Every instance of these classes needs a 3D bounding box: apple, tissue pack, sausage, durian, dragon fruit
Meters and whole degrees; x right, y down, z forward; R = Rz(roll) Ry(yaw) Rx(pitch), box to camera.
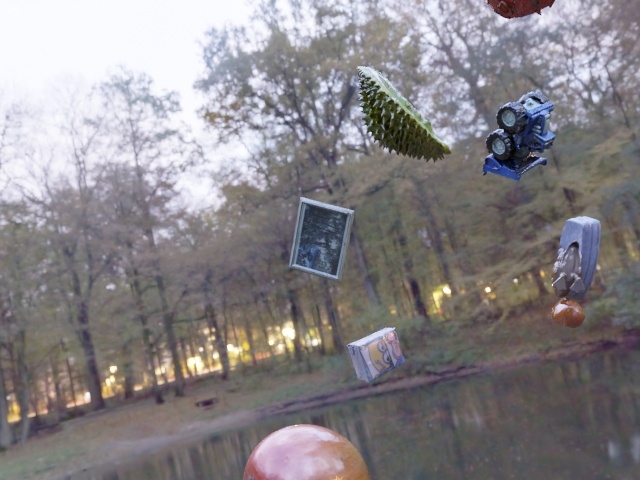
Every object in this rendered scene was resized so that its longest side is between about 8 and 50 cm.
[{"bbox_3d":[-0.031,0.689,1.735,0.363,0.364,0.364,-14,-9,-2],"label":"apple"},{"bbox_3d":[0.167,0.335,1.859,0.155,0.116,0.065,-19,5,-33],"label":"tissue pack"},{"bbox_3d":[0.725,0.215,1.847,0.089,0.089,0.179,-17,-6,15],"label":"sausage"},{"bbox_3d":[0.234,-0.318,1.683,0.157,0.170,0.355,-8,-31,44],"label":"durian"},{"bbox_3d":[0.495,-0.686,1.580,0.240,0.253,0.241,-20,-7,-3],"label":"dragon fruit"}]

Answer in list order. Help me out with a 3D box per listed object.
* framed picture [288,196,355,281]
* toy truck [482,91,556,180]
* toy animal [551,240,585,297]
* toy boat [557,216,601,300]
[{"bbox_3d":[0.000,0.000,1.526,0.141,0.183,0.011,15,16,17],"label":"framed picture"},{"bbox_3d":[0.463,-0.225,1.445,0.113,0.126,0.208,-28,-32,-28],"label":"toy truck"},{"bbox_3d":[0.721,0.077,1.844,0.089,0.188,0.179,11,20,8],"label":"toy animal"},{"bbox_3d":[0.862,0.063,2.106,0.078,0.283,0.127,2,11,-18],"label":"toy boat"}]
